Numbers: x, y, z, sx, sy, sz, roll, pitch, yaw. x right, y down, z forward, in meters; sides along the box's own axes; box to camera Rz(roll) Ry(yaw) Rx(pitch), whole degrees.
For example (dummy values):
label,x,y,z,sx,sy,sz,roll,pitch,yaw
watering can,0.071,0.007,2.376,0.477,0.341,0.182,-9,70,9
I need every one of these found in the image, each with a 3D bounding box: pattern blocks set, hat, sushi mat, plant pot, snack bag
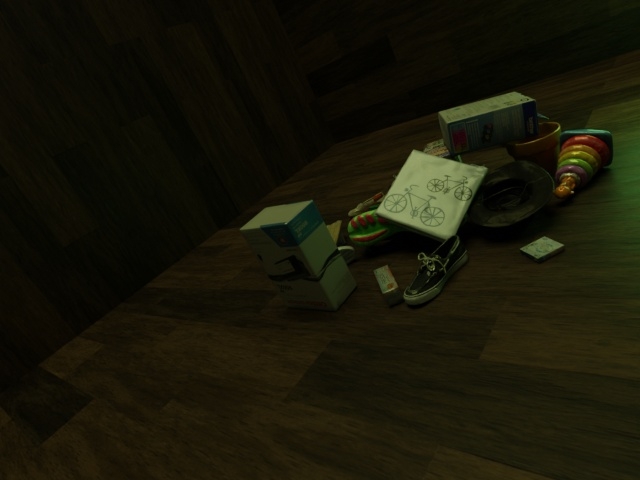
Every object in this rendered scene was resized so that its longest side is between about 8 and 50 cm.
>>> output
label,x,y,z,sx,sy,sz,roll,pitch,yaw
pattern blocks set,0.371,-0.218,1.991,0.324,0.026,0.285,-33,19,-30
hat,0.686,-0.134,1.526,0.331,0.134,0.331,-28,34,20
sushi mat,0.019,-0.015,1.977,0.151,0.019,0.316,-20,19,15
plant pot,0.882,-0.351,1.724,0.205,0.188,0.205,-23,21,10
snack bag,0.415,-0.181,1.605,0.323,0.037,0.343,23,74,29

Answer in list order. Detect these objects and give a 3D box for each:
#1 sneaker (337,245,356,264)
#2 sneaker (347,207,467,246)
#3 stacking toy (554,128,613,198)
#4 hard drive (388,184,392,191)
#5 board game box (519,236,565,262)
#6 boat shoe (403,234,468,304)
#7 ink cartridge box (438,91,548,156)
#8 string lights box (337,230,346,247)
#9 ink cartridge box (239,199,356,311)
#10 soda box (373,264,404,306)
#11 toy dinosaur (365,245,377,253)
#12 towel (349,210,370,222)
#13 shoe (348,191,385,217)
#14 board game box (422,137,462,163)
label,x,y,z,sx,sy,sz,roll,pitch,yaw
sneaker,0.035,0.077,1.861,0.258,0.094,0.091,-21,26,17
sneaker,0.354,-0.097,1.758,0.482,0.185,0.202,-7,11,20
stacking toy,0.921,-0.250,1.528,0.175,0.166,0.302,13,55,43
hard drive,0.425,-0.254,2.153,0.172,0.054,0.255,-21,19,13
board game box,0.681,0.027,1.299,0.090,0.020,0.090,-28,20,0
boat shoe,0.376,0.090,1.398,0.306,0.105,0.113,-35,22,-21
ink cartridge box,0.713,-0.495,1.746,0.395,0.151,0.270,-14,24,14
string lights box,0.000,0.000,2.113,0.133,0.077,0.259,-33,21,-21
ink cartridge box,-0.081,0.067,1.603,0.285,0.395,0.166,-5,32,46
soda box,0.236,0.155,1.473,0.058,0.063,0.183,-25,20,7
toy dinosaur,0.214,0.015,1.831,0.047,0.090,0.082,-27,59,-5
towel,0.297,-0.160,2.204,0.274,0.031,0.199,-2,31,49
shoe,0.240,-0.186,2.211,0.219,0.058,0.076,-25,17,1
board game box,0.577,-0.321,1.963,0.141,0.232,0.291,-17,22,27
